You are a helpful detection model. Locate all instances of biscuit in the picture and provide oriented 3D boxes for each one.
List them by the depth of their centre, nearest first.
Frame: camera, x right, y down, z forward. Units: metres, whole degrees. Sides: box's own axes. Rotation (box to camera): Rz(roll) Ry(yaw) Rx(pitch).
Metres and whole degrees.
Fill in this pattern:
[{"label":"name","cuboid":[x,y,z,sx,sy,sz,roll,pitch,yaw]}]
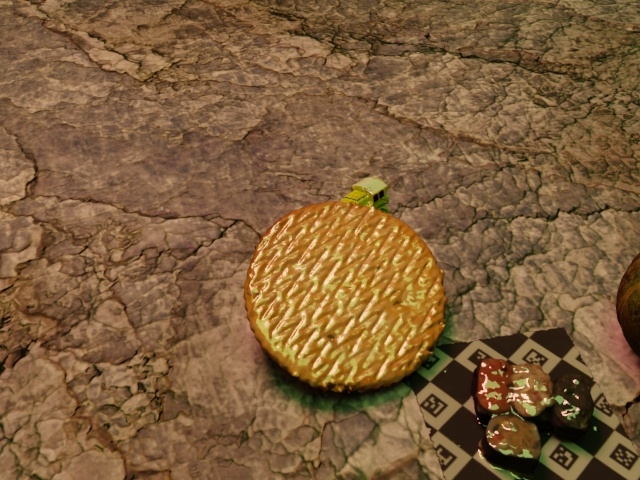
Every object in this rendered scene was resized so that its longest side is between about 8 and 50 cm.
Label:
[{"label":"biscuit","cuboid":[0.031,0.062,0.868,0.254,0.035,0.253,5,62,-10]}]

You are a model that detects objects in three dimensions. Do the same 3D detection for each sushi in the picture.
[{"label":"sushi","cuboid":[0.226,0.182,0.799,0.220,0.047,0.231,-7,43,-10]}]

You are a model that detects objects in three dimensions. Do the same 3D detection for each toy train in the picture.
[{"label":"toy train","cuboid":[0.000,0.000,0.965,0.053,0.085,0.250,19,43,41]}]

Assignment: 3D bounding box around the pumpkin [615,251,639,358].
[{"label":"pumpkin","cuboid":[0.488,0.084,0.827,0.260,0.189,0.260,-23,31,14]}]
